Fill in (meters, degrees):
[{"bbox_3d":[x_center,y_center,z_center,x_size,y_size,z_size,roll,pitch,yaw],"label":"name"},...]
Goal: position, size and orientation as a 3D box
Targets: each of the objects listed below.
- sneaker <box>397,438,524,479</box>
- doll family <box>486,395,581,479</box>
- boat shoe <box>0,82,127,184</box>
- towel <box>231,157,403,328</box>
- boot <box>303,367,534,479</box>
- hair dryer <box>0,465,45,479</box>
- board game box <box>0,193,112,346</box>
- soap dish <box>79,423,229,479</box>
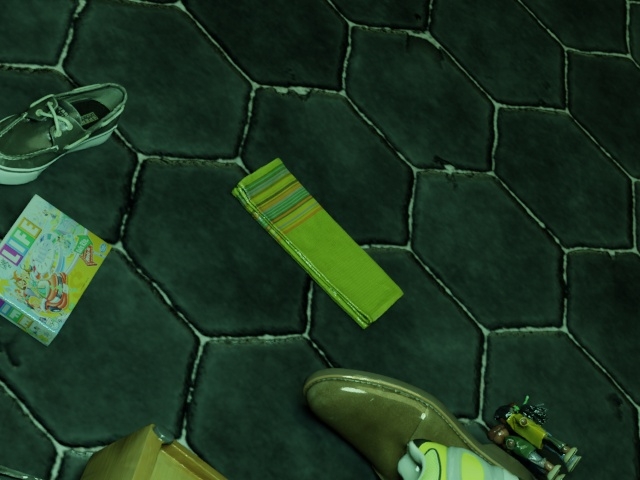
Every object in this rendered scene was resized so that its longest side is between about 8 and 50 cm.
[{"bbox_3d":[0.072,0.363,1.791,0.147,0.145,0.385,30,46,12],"label":"sneaker"},{"bbox_3d":[0.249,0.237,2.060,0.111,0.193,0.076,34,81,17],"label":"doll family"},{"bbox_3d":[-0.306,-0.131,1.967,0.078,0.070,0.219,48,41,7],"label":"boat shoe"},{"bbox_3d":[0.000,0.000,2.135,0.237,0.021,0.102,46,41,4],"label":"towel"},{"bbox_3d":[0.105,0.250,1.943,0.305,0.112,0.115,33,52,-14],"label":"boot"},{"bbox_3d":[-0.216,0.341,1.618,0.293,0.080,0.223,40,39,-6],"label":"hair dryer"},{"bbox_3d":[-0.300,0.030,1.864,0.103,0.026,0.154,35,41,-8],"label":"board game box"},{"bbox_3d":[-0.131,0.303,1.608,0.229,0.118,0.291,38,13,-8],"label":"soap dish"}]
